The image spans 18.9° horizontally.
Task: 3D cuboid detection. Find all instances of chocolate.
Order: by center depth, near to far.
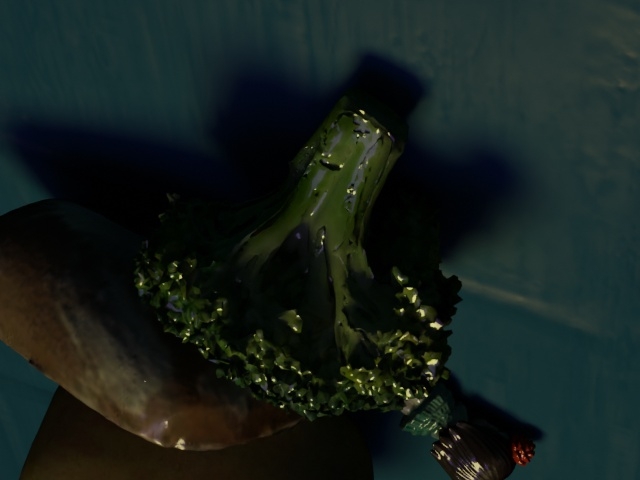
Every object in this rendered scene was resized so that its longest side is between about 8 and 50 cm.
[{"bbox_3d":[-0.116,0.037,1.249,0.254,0.157,0.080,30,119,33],"label":"chocolate"}]

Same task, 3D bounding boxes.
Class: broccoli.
[{"bbox_3d":[0.000,0.000,1.129,0.219,0.194,0.194,41,155,26],"label":"broccoli"}]

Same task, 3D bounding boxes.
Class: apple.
[{"bbox_3d":[-0.088,0.187,1.350,0.234,0.257,0.257,22,148,1],"label":"apple"}]

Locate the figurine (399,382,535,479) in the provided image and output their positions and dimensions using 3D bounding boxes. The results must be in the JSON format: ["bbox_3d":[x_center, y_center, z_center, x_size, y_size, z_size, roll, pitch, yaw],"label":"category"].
[{"bbox_3d":[0.094,0.129,1.328,0.106,0.047,0.060,41,111,-6],"label":"figurine"}]
